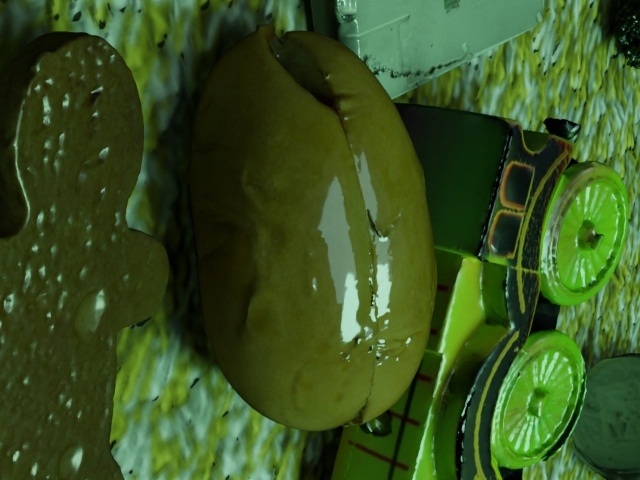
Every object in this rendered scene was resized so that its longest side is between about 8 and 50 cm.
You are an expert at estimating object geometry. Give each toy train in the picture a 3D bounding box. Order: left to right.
[{"bbox_3d":[0.076,0.070,0.568,0.161,0.101,0.296,9,95,-44],"label":"toy train"}]

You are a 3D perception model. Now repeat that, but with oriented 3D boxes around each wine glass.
[{"bbox_3d":[0.284,0.165,0.840,0.204,0.111,0.111,32,76,-47],"label":"wine glass"}]

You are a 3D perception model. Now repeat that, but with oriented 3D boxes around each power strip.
[{"bbox_3d":[0.062,-0.130,0.538,0.192,0.035,0.081,-32,125,-41],"label":"power strip"}]

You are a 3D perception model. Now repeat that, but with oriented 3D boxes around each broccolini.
[{"bbox_3d":[0.254,-0.212,0.756,0.074,0.058,0.201,57,41,-60],"label":"broccolini"}]

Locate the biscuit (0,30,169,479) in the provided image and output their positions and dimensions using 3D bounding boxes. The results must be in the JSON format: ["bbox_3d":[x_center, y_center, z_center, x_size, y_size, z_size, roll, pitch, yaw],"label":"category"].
[{"bbox_3d":[-0.103,0.026,0.373,0.138,0.031,0.204,-10,112,-65],"label":"biscuit"}]

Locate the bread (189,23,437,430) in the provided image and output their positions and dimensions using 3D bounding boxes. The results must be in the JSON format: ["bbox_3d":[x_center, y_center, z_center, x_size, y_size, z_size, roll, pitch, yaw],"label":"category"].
[{"bbox_3d":[0.000,0.000,0.451,0.114,0.077,0.189,-14,107,-21],"label":"bread"}]
